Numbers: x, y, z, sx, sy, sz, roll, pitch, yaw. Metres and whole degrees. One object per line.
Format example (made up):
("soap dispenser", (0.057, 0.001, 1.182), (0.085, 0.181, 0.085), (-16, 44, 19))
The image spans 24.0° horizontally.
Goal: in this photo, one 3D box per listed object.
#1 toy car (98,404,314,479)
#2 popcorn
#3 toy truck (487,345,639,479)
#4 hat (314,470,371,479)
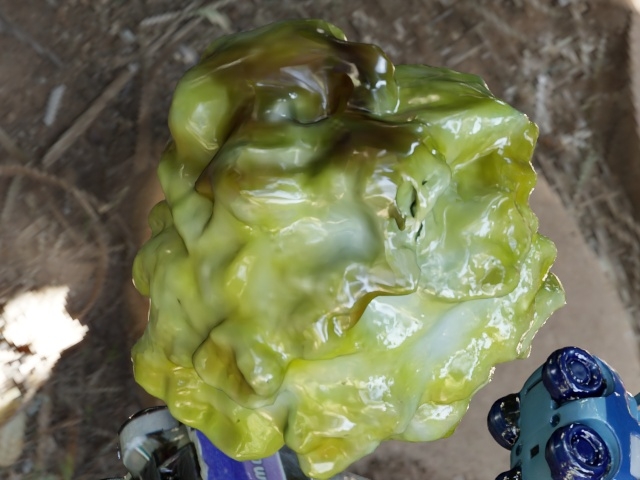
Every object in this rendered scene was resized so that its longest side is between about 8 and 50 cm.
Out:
("toy car", (-0.101, 0.254, 1.249), (0.158, 0.235, 0.172), (10, 47, -31))
("popcorn", (0.004, 0.018, 1.038), (0.312, 0.312, 0.312), (14, 64, -32))
("toy truck", (0.112, 0.112, 0.618), (0.074, 0.063, 0.136), (22, 50, -18))
("hat", (0.044, 0.344, 1.636), (0.161, 0.275, 0.232), (62, 34, -54))
